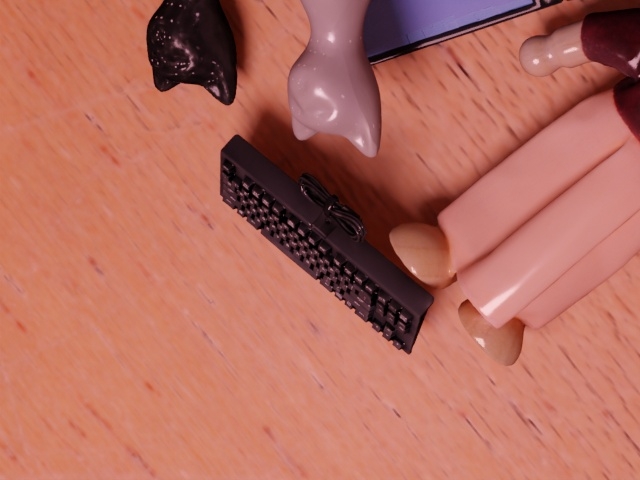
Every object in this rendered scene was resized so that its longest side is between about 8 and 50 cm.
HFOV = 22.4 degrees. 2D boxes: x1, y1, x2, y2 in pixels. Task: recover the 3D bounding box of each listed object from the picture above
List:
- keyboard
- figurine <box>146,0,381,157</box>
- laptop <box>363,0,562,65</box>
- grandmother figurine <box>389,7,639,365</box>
[{"bbox_3d":[0.000,0.000,1.094,0.180,0.023,0.108,39,152,14],"label":"keyboard"},{"bbox_3d":[-0.032,-0.171,1.054,0.214,0.092,0.210,23,119,35],"label":"figurine"},{"bbox_3d":[0.084,-0.244,0.994,0.136,0.264,0.234,-22,98,-16],"label":"laptop"},{"bbox_3d":[0.215,-0.061,1.024,0.208,0.104,0.342,43,114,-7],"label":"grandmother figurine"}]
